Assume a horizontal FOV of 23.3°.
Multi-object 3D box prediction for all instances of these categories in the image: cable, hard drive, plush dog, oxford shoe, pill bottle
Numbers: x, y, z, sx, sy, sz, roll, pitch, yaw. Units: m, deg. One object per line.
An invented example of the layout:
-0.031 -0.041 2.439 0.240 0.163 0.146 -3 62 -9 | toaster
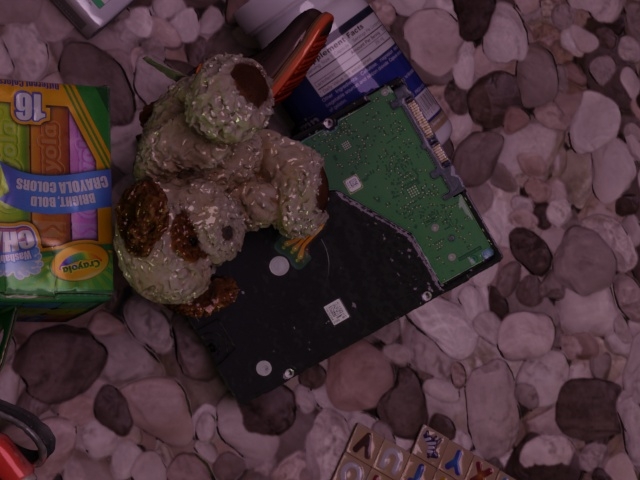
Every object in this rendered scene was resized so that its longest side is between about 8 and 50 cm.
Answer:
-0.378 0.168 1.560 0.287 0.139 0.072 55 22 -11 | cable
0.000 0.000 1.722 0.339 0.064 0.237 -30 94 4 | hard drive
-0.137 -0.044 1.580 0.262 0.211 0.225 56 49 -51 | plush dog
-0.098 -0.169 1.709 0.271 0.097 0.098 -44 88 16 | oxford shoe
0.023 -0.193 1.809 0.153 0.153 0.264 -38 97 -27 | pill bottle

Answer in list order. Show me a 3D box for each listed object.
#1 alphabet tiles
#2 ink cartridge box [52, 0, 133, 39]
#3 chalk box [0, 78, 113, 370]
0.115 0.322 1.832 0.237 0.009 0.198 32 68 -17 | alphabet tiles
-0.246 -0.368 1.770 0.181 0.056 0.224 48 66 -10 | ink cartridge box
-0.320 -0.006 1.590 0.179 0.180 0.288 2 80 -26 | chalk box
